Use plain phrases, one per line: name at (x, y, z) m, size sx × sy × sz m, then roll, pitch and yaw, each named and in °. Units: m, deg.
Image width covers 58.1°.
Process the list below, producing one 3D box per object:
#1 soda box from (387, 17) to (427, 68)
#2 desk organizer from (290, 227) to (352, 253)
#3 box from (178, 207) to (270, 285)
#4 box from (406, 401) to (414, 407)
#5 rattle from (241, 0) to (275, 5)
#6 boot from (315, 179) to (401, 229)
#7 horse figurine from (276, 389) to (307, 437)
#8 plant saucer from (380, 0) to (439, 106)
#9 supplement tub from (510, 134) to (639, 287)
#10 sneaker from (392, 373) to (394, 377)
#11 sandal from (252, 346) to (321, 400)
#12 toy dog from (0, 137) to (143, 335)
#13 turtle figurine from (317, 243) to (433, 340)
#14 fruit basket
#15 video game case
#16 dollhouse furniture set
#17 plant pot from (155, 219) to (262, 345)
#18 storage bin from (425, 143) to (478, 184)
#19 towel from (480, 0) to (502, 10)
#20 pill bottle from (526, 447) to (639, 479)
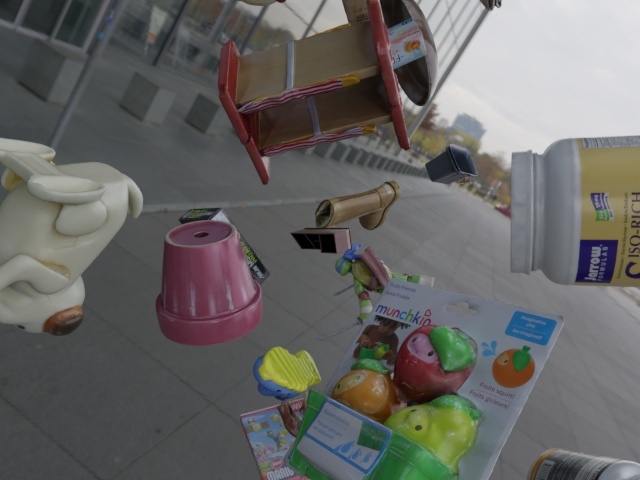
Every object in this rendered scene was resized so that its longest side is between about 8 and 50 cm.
soda box at (0.117, -0.377, 1.171) m, size 0.058 × 0.183 × 0.063 m, roll 61°, pitch 10°, yaw -46°
desk organizer at (0.000, 0.000, 1.222) m, size 0.130 × 0.047 × 0.050 m, roll 1°, pitch 13°, yaw 42°
box at (-0.300, 0.020, 1.799) m, size 0.216 × 0.060 × 0.270 m, roll 2°, pitch -48°, yaw 52°
box at (0.242, 0.348, 1.356) m, size 0.036 × 0.136 × 0.225 m, roll 41°, pitch 50°, yaw -21°
rattle at (-0.069, -0.488, 1.020) m, size 0.200 × 0.130 × 0.143 m, roll -10°, pitch 14°, yaw 5°
boot at (0.093, -0.084, 1.773) m, size 0.270 × 0.236 × 0.089 m, roll -20°, pitch 64°, yaw -33°
horse figurine at (0.008, 0.477, 1.536) m, size 0.263 × 0.066 × 0.174 m, roll 1°, pitch 53°, yaw -25°
plant saucer at (0.226, -0.497, 1.468) m, size 0.310 × 0.050 × 0.310 m, roll 158°, pitch -90°, yaw -86°
supplement tub at (0.474, -0.046, 0.910) m, size 0.331 × 0.241 × 0.241 m, roll 0°, pitch 3°, yaw 18°
sneaker at (0.126, 0.340, 1.465) m, size 0.108 × 0.292 × 0.169 m, roll 35°, pitch 16°, yaw 17°
sandal at (-0.101, 0.352, 1.455) m, size 0.126 × 0.138 × 0.317 m, roll 61°, pitch 7°, yaw 22°
toy dog at (-0.613, 0.012, 1.283) m, size 0.285 × 0.407 × 0.395 m, roll 29°, pitch 16°, yaw 17°
turtle figurine at (0.157, 0.152, 1.574) m, size 0.266 × 0.274 × 0.198 m, roll 16°, pitch 10°, yaw 6°
fruit basket at (0.119, 0.214, 0.811) m, size 0.165 × 0.353 × 0.327 m, roll 39°, pitch -17°, yaw -34°
video game case at (-0.079, 0.562, 1.549) m, size 0.204 × 0.025 × 0.285 m, roll -9°, pitch 40°, yaw -23°
dollhouse furniture set at (-0.007, -0.279, 0.784) m, size 0.152 × 0.201 × 0.374 m, roll 65°, pitch 18°, yaw -51°
plant pot at (-0.212, 0.067, 1.071) m, size 0.201 × 0.180 × 0.201 m, roll -2°, pitch 24°, yaw 1°
storage bin at (0.351, -0.191, 1.554) m, size 0.135 × 0.091 × 0.098 m, roll -1°, pitch 68°, yaw -53°
towel at (0.420, -0.777, 1.594) m, size 0.187 × 0.049 × 0.282 m, roll 65°, pitch 4°, yaw -51°
pill bottle at (0.526, 0.483, 1.063) m, size 0.162 × 0.162 × 0.278 m, roll 29°, pitch -19°, yaw -11°
